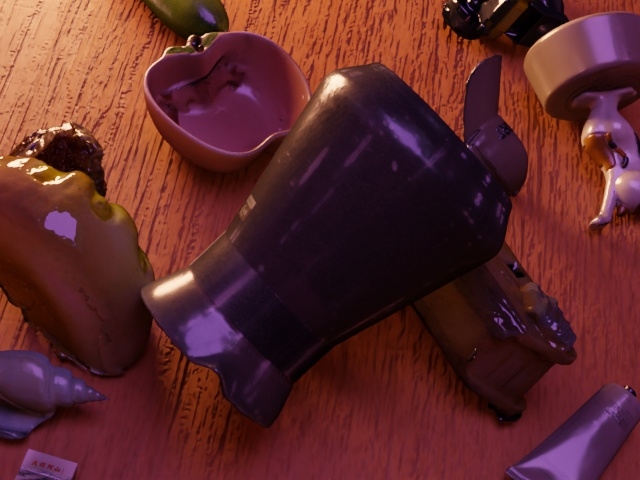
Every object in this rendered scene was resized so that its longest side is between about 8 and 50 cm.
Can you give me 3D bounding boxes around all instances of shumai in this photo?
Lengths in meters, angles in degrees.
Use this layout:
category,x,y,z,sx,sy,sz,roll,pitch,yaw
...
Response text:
category,x,y,z,sx,sy,sz,roll,pitch,yaw
shumai,-0.312,-0.092,1.582,0.123,0.105,0.139,0,26,-10

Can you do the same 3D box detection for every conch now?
category,x,y,z,sx,sy,sz,roll,pitch,yaw
conch,-0.308,0.157,1.392,0.180,0.088,0.065,8,5,2

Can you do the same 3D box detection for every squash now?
category,x,y,z,sx,sy,sz,roll,pitch,yaw
squash,-0.215,-0.357,1.831,0.082,0.082,0.292,-24,57,-29

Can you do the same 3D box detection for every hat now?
category,x,y,z,sx,sy,sz,roll,pitch,yaw
hat,0.221,-0.142,1.670,0.084,0.175,0.147,10,14,13

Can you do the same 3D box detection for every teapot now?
category,x,y,z,sx,sy,sz,roll,pitch,yaw
teapot,0.000,0.000,1.411,0.344,0.300,0.253,-42,102,2

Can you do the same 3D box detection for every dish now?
category,x,y,z,sx,sy,sz,roll,pitch,yaw
dish,-0.118,-0.161,1.682,0.213,0.090,0.213,7,51,-9

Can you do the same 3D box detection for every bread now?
category,x,y,z,sx,sy,sz,roll,pitch,yaw
bread,-0.257,0.013,1.446,0.158,0.156,0.261,-45,113,-36

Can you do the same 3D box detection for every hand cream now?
category,x,y,z,sx,sy,sz,roll,pitch,yaw
hand cream,0.291,0.223,1.479,0.087,0.054,0.186,41,59,15

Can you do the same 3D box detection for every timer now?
category,x,y,z,sx,sy,sz,roll,pitch,yaw
timer,0.384,-0.143,1.766,0.175,0.175,0.266,-6,68,-18

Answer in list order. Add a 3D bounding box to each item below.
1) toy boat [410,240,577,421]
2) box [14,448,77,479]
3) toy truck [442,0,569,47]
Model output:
category,x,y,z,sx,sy,sz,roll,pitch,yaw
toy boat,0.148,-0.003,1.579,0.162,0.136,0.445,2,45,-46
box,-0.279,0.252,1.334,0.054,0.024,0.083,16,48,2
toy truck,0.268,-0.378,1.938,0.165,0.147,0.224,19,41,-30
